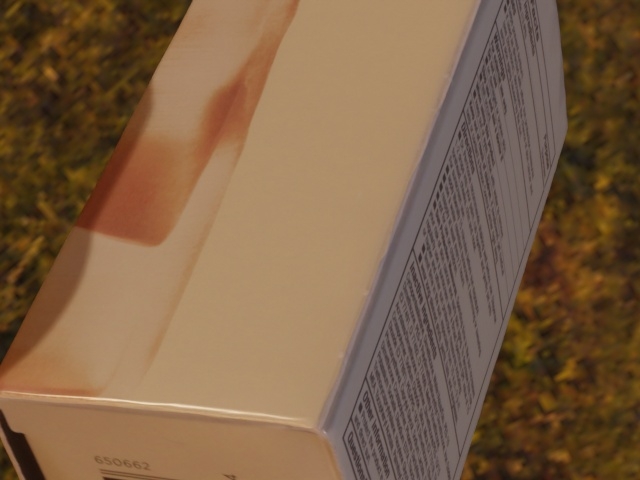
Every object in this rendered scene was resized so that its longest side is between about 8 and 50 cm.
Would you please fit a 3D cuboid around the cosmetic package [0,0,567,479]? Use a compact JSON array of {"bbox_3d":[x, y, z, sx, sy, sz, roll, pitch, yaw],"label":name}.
[{"bbox_3d":[0.000,0.000,0.747,0.153,0.129,0.296,74,29,-42],"label":"cosmetic package"}]
